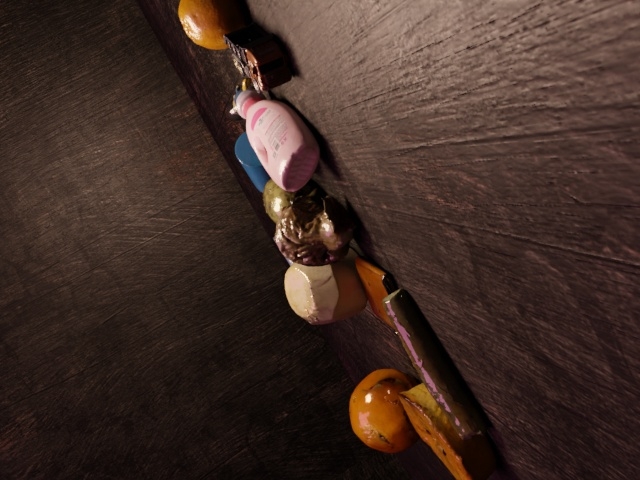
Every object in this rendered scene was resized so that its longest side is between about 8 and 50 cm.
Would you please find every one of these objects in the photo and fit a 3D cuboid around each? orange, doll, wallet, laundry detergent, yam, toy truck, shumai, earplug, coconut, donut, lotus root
[{"bbox_3d":[0.206,0.513,1.775,0.246,0.246,0.246,57,171,15],"label":"orange"},{"bbox_3d":[-0.221,-0.403,1.709,0.102,0.088,0.179,59,147,-2],"label":"doll"},{"bbox_3d":[0.161,0.137,1.488,0.161,0.042,0.196,32,149,61],"label":"wallet"},{"bbox_3d":[-0.115,-0.262,1.426,0.087,0.159,0.335,9,-148,-38],"label":"laundry detergent"},{"bbox_3d":[0.254,0.284,1.337,0.372,0.083,0.083,59,171,8],"label":"yam"},{"bbox_3d":[-0.136,-0.395,1.249,0.192,0.083,0.092,52,163,42],"label":"toy truck"},{"bbox_3d":[-0.248,-0.508,1.326,0.159,0.136,0.159,55,173,11],"label":"orange"},{"bbox_3d":[0.002,-0.024,1.442,0.175,0.205,0.167,161,112,-63],"label":"shumai"},{"bbox_3d":[-0.179,-0.234,1.875,0.132,0.132,0.273,56,174,19],"label":"earplug"},{"bbox_3d":[0.030,0.121,1.624,0.241,0.241,0.241,57,171,15],"label":"coconut"},{"bbox_3d":[0.324,0.479,1.480,0.303,0.110,0.303,54,170,15],"label":"donut"},{"bbox_3d":[-0.079,-0.109,1.675,0.173,0.173,0.309,63,178,-19],"label":"lotus root"}]

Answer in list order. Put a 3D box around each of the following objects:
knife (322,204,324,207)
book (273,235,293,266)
[{"bbox_3d":[0.003,-0.061,1.779,0.072,0.019,0.245,61,169,16],"label":"knife"},{"bbox_3d":[-0.044,0.089,2.129,0.190,0.025,0.269,0,-130,-55],"label":"book"}]
